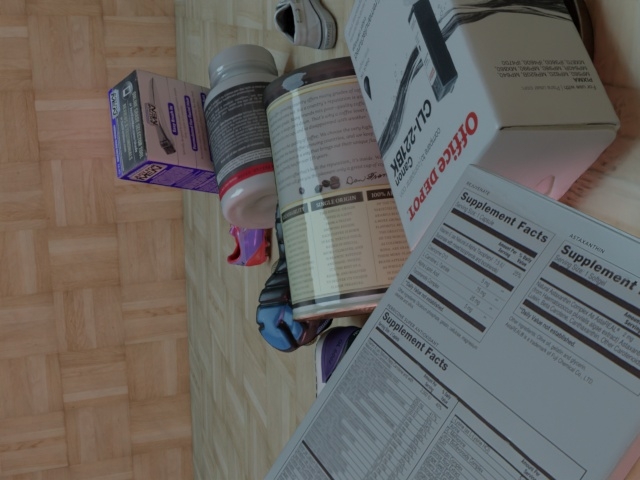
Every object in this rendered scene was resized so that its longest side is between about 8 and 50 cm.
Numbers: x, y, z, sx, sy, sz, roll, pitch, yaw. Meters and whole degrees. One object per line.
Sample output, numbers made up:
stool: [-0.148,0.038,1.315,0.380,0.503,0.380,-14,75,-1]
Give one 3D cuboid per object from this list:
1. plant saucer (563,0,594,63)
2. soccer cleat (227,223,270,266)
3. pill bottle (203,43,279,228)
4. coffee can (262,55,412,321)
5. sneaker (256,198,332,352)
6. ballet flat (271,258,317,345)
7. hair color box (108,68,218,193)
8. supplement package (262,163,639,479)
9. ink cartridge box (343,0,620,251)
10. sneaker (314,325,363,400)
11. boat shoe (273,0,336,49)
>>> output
plant saucer: [0.198,-0.168,0.718,0.168,0.029,0.168,174,90,-71]
soccer cleat: [-0.161,-0.057,1.742,0.083,0.095,0.248,-130,38,-60]
pill bottle: [-0.120,-0.196,1.448,0.176,0.176,0.319,119,142,-60]
coffee can: [0.047,-0.053,0.932,0.201,0.201,0.275,149,114,-70]
sneaker: [0.000,0.000,1.205,0.125,0.139,0.341,26,104,25]
ballet flat: [-0.047,0.103,1.486,0.067,0.073,0.206,-61,39,36]
hair color box: [-0.239,-0.200,1.550,0.110,0.338,0.185,-23,70,38]
supplement package: [0.138,0.132,0.488,0.263,0.199,0.198,-57,36,4]
ink cartridge box: [0.126,-0.152,0.709,0.197,0.114,0.273,116,144,-57]
sneaker: [0.052,0.271,1.172,0.124,0.107,0.283,166,98,-66]
boat shoe: [-0.042,-0.382,1.321,0.226,0.075,0.083,-125,34,-57]
